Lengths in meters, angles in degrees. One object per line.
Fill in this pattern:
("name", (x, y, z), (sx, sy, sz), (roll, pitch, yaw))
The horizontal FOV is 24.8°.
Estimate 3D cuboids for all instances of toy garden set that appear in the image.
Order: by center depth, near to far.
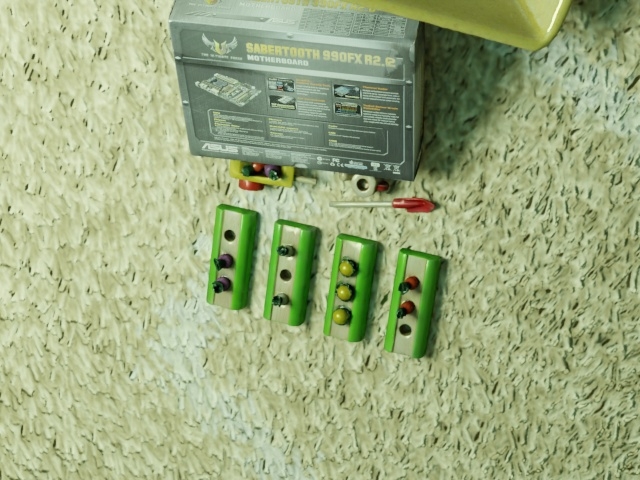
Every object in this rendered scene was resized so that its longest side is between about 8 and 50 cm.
("toy garden set", (0.000, 0.000, 1.479), (0.244, 0.049, 0.204), (13, 109, 17))

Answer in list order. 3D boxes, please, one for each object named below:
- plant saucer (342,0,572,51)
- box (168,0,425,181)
("plant saucer", (0.097, -0.358, 1.230), (0.332, 0.081, 0.333), (12, 116, -17))
("box", (-0.019, -0.147, 1.376), (0.231, 0.056, 0.183), (6, 140, 10))
